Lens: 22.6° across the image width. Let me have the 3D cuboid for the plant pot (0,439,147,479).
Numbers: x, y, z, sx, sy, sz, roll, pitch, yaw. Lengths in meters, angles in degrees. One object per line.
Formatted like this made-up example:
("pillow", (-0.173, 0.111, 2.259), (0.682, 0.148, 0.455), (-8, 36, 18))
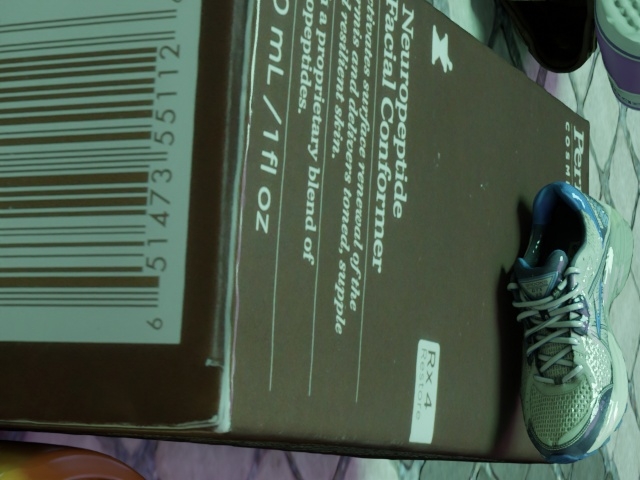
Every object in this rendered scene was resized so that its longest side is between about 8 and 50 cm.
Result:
("plant pot", (-0.053, 0.173, 0.533), (0.205, 0.188, 0.205), (2, 88, -63))

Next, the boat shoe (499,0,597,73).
("boat shoe", (0.144, -0.198, 1.046), (0.257, 0.095, 0.095), (49, 53, -53))

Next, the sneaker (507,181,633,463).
("sneaker", (0.105, 0.033, 0.720), (0.058, 0.052, 0.135), (41, 46, -44))

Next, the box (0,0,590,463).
("box", (0.000, 0.000, 0.704), (0.381, 0.143, 0.191), (18, 73, -64))

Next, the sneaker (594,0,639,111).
("sneaker", (0.253, -0.221, 1.085), (0.282, 0.102, 0.161), (-63, 162, -13))
